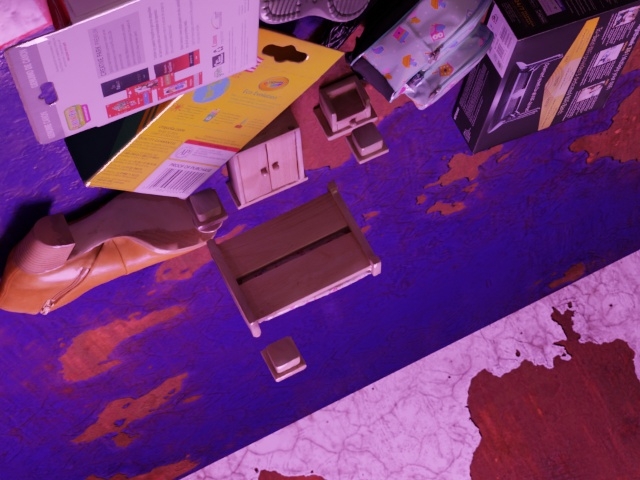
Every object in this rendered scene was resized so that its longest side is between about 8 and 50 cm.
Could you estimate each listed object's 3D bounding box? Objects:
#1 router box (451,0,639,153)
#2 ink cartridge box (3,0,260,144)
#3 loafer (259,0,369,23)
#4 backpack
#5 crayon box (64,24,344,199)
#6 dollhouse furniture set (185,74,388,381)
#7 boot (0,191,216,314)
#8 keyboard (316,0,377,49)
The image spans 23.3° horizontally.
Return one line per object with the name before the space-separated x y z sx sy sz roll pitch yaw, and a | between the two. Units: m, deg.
router box | 0.344 -0.273 2.315 0.242 0.081 0.309 -19 156 -18
ink cartridge box | -0.210 -0.245 1.633 0.271 0.130 0.309 -23 168 -10
loafer | -0.017 -0.315 1.844 0.251 0.087 0.094 -14 130 -54
backpack | 0.144 -0.271 1.990 0.188 0.144 0.166 -50 -176 26
crayon box | -0.147 -0.182 1.966 0.318 0.081 0.202 -39 155 27
dollhouse furniture set | 0.000 0.000 2.163 0.303 0.356 0.174 -25 158 -8
boot | -0.312 0.023 2.219 0.295 0.104 0.211 -7 156 -30
keyboard | 0.033 -0.287 2.005 0.192 0.038 0.100 -47 -178 36
